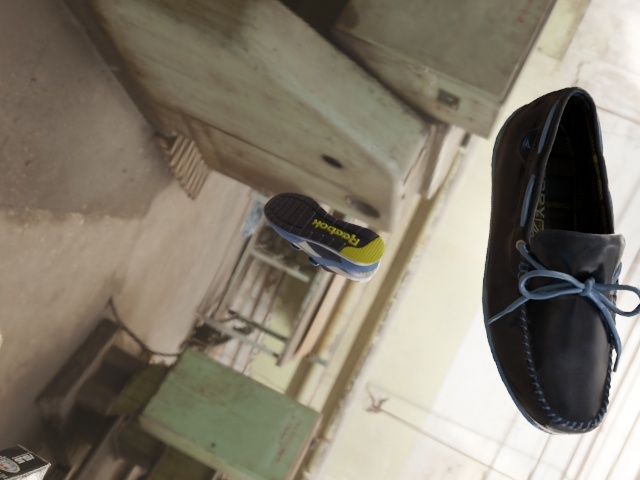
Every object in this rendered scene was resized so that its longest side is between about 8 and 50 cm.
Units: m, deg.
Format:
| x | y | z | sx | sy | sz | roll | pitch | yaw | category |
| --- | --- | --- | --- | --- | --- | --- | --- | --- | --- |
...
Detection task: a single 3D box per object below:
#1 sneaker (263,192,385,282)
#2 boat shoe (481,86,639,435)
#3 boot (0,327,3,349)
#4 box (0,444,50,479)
| x | y | z | sx | sy | sz | roll | pitch | yaw | category |
| --- | --- | --- | --- | --- | --- | --- | --- | --- | --- |
| 0.000 | 0.000 | 0.793 | 0.053 | 0.144 | 0.059 | -47 | 155 | -26 | sneaker |
| 0.168 | 0.009 | 0.550 | 0.089 | 0.109 | 0.258 | 136 | -50 | -67 | boat shoe |
| -0.156 | 0.044 | 0.029 | 0.090 | 0.248 | 0.206 | -15 | -132 | 45 | boot |
| -0.471 | 0.381 | 0.942 | 0.216 | 0.060 | 0.270 | -60 | 172 | -4 | box |
